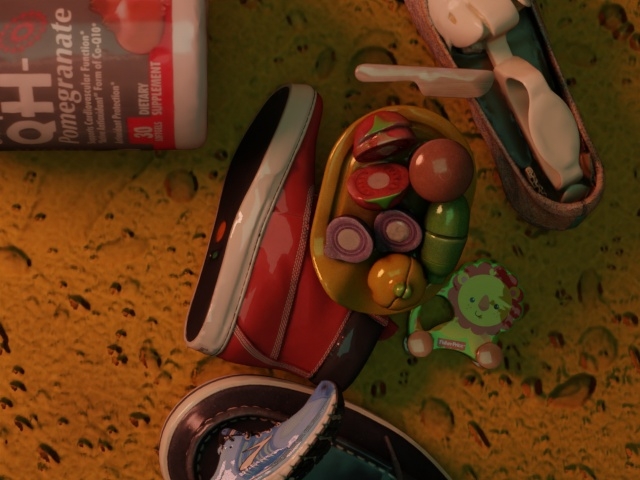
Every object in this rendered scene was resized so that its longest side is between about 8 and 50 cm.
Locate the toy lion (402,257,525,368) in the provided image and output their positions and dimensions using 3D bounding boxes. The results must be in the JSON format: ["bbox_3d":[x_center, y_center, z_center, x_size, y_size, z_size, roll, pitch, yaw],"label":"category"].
[{"bbox_3d":[0.128,0.062,1.233,0.100,0.034,0.096,9,85,-5],"label":"toy lion"}]

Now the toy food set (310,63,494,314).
[{"bbox_3d":[0.068,-0.035,1.120,0.128,0.071,0.218,9,103,-10],"label":"toy food set"}]

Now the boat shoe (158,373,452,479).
[{"bbox_3d":[0.076,0.293,1.176,0.500,0.156,0.187,42,89,-3],"label":"boat shoe"}]

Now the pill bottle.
[{"bbox_3d":[-0.249,-0.159,1.117,0.318,0.176,0.176,-1,93,-4],"label":"pill bottle"}]

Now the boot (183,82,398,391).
[{"bbox_3d":[0.000,0.000,1.201,0.176,0.088,0.244,19,83,-20],"label":"boot"}]

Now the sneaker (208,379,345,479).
[{"bbox_3d":[-0.048,0.166,1.111,0.162,0.063,0.073,-45,73,-6],"label":"sneaker"}]

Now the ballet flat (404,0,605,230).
[{"bbox_3d":[0.159,-0.156,1.185,0.107,0.106,0.316,-30,94,-3],"label":"ballet flat"}]
